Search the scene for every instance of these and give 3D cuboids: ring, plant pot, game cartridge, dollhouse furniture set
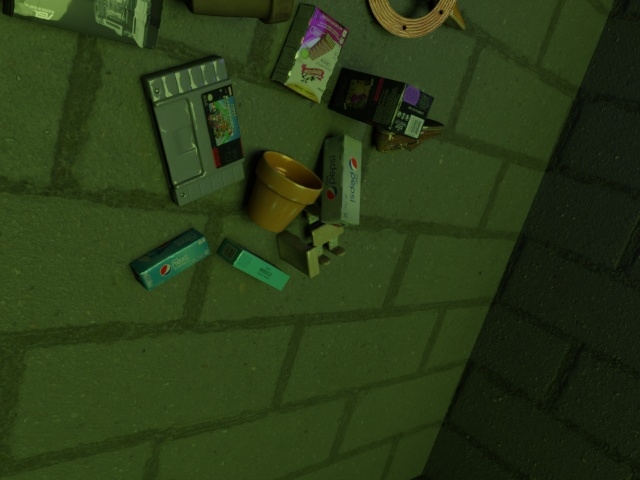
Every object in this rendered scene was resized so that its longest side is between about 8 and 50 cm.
[{"bbox_3d":[0.292,-0.813,1.767,0.337,0.032,0.336,-9,116,-18],"label":"ring"},{"bbox_3d":[-0.125,-0.135,1.699,0.205,0.205,0.188,7,123,-47],"label":"plant pot"},{"bbox_3d":[-0.323,-0.289,1.501,0.230,0.068,0.355,-26,129,-27],"label":"game cartridge"},{"bbox_3d":[-0.208,-0.620,1.307,0.229,0.263,0.263,-20,127,-16],"label":"plant pot"},{"bbox_3d":[0.000,0.000,1.909,0.242,0.161,0.212,-30,131,-30],"label":"dollhouse furniture set"}]

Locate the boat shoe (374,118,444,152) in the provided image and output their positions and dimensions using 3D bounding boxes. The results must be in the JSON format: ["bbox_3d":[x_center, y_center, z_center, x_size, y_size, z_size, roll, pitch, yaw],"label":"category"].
[{"bbox_3d":[0.318,-0.385,2.059,0.307,0.111,0.104,-10,123,-30],"label":"boat shoe"}]

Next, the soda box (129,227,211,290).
[{"bbox_3d":[-0.420,0.051,1.587,0.210,0.071,0.067,-33,132,-28],"label":"soda box"}]

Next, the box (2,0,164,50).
[{"bbox_3d":[-0.478,-0.554,1.176,0.307,0.076,0.242,-1,113,-45],"label":"box"}]

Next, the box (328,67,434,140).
[{"bbox_3d":[0.187,-0.428,1.765,0.165,0.270,0.143,8,106,-47],"label":"box"}]

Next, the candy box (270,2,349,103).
[{"bbox_3d":[-0.029,-0.539,1.638,0.159,0.071,0.233,13,103,-48],"label":"candy box"}]

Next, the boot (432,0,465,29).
[{"bbox_3d":[0.443,-0.864,1.898,0.295,0.104,0.211,19,98,-44],"label":"boot"}]

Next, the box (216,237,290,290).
[{"bbox_3d":[-0.210,0.078,1.791,0.060,0.100,0.244,-57,139,-2],"label":"box"}]

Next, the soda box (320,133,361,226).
[{"bbox_3d":[0.068,-0.191,1.832,0.098,0.091,0.286,14,74,-48],"label":"soda box"}]
